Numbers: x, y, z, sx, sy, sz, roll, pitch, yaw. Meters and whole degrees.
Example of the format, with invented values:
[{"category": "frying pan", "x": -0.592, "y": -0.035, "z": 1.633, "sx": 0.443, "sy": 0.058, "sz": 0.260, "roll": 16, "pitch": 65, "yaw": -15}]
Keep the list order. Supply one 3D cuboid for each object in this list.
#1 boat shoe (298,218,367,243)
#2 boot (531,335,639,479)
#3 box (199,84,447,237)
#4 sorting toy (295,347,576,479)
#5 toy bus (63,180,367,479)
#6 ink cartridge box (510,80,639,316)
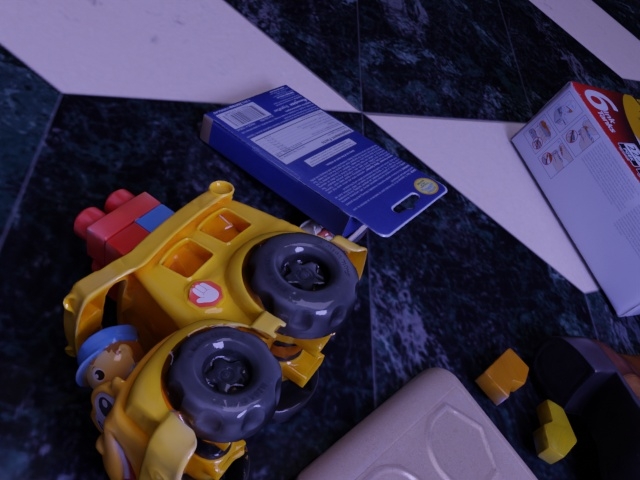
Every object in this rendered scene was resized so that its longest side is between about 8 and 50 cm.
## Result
[{"category": "boat shoe", "x": 0.000, "y": 0.000, "z": 0.637, "sx": 0.137, "sy": 0.043, "sz": 0.049, "roll": -26, "pitch": 76, "yaw": -44}, {"category": "boot", "x": 0.385, "y": 0.216, "z": 0.692, "sx": 0.280, "sy": 0.096, "sz": 0.264, "roll": 12, "pitch": 28, "yaw": -32}, {"category": "box", "x": 0.005, "y": -0.078, "z": 0.668, "sx": 0.225, "sy": 0.037, "sz": 0.136, "roll": 35, "pitch": 40, "yaw": 19}, {"category": "sorting toy", "x": 0.141, "y": 0.220, "z": 0.564, "sx": 0.229, "sy": 0.041, "sz": 0.307, "roll": 49, "pitch": 40, "yaw": 16}, {"category": "toy bus", "x": -0.102, "y": 0.057, "z": 0.461, "sx": 0.211, "sy": 0.149, "sz": 0.220, "roll": 32, "pitch": 45, "yaw": 10}, {"category": "ink cartridge box", "x": 0.471, "y": -0.062, "z": 0.954, "sx": 0.271, "sy": 0.130, "sz": 0.310, "roll": -1, "pitch": 57, "yaw": -37}]
